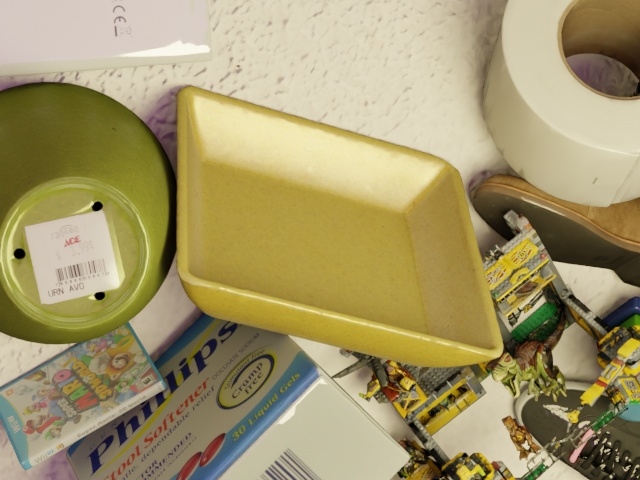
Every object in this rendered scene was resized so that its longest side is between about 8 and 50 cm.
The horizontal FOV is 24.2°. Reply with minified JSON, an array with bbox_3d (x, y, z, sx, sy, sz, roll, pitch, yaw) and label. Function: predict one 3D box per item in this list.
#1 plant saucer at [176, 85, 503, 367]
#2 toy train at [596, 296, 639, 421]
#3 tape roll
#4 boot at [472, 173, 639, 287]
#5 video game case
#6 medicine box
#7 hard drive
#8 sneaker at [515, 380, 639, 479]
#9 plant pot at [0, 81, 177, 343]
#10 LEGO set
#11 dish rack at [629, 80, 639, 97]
[{"bbox_3d":[0.000,0.000,1.529,0.332,0.333,0.081,14,125,-16],"label":"plant saucer"},{"bbox_3d":[0.429,0.184,1.714,0.248,0.143,0.105,35,129,-17],"label":"toy train"},{"bbox_3d":[0.302,-0.177,1.578,0.246,0.169,0.246,0,73,-1],"label":"tape roll"},{"bbox_3d":[0.313,-0.033,1.702,0.305,0.112,0.115,18,71,-18],"label":"boot"},{"bbox_3d":[-0.255,0.158,1.562,0.166,0.119,0.015,-30,132,-8],"label":"video game case"},{"bbox_3d":[-0.095,0.219,1.516,0.263,0.289,0.149,-45,116,-4],"label":"medicine box"},{"bbox_3d":[-0.278,-0.277,1.526,0.318,0.040,0.210,-6,100,-14],"label":"hard drive"},{"bbox_3d":[0.359,0.266,1.703,0.295,0.147,0.105,31,108,-7],"label":"sneaker"},{"bbox_3d":[-0.249,-0.009,1.443,0.274,0.293,0.275,-2,99,-15],"label":"plant pot"},{"bbox_3d":[0.189,0.127,1.597,0.331,0.255,0.192,-33,132,3],"label":"LEGO set"},{"bbox_3d":[0.472,-0.087,1.698,0.271,0.074,0.208,8,65,-9],"label":"dish rack"}]
